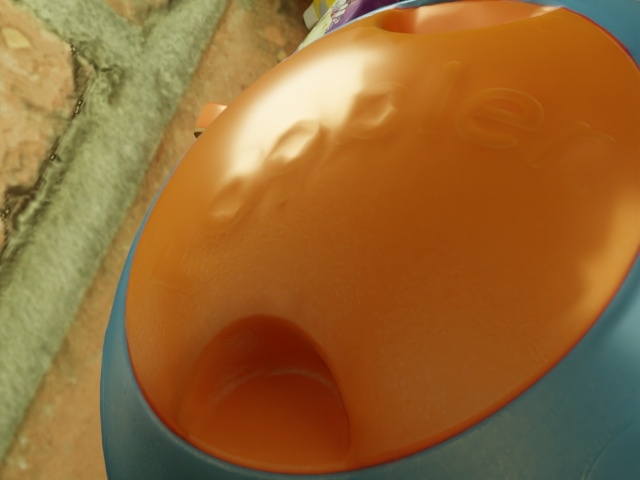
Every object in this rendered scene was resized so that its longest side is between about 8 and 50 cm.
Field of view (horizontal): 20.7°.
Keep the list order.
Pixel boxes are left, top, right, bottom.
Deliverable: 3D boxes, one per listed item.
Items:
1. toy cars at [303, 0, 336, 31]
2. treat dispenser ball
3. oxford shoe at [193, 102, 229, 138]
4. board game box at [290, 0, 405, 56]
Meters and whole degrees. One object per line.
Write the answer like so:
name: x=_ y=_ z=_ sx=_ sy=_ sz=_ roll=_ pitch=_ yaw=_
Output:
toy cars: x=-0.042 y=-0.267 z=1.420 sx=0.394 sy=0.087 sz=0.176 roll=43 pitch=40 yaw=-6
treat dispenser ball: x=0.068 y=0.055 z=0.616 sx=0.288 sy=0.288 sz=0.288 roll=24 pitch=48 yaw=-30
oxford shoe: x=0.000 y=0.000 z=1.282 sx=0.271 sy=0.097 sz=0.098 roll=30 pitch=78 yaw=-34
board game box: x=0.139 y=-0.081 z=1.381 sx=0.347 sy=0.056 sz=0.208 roll=50 pitch=61 yaw=-24
